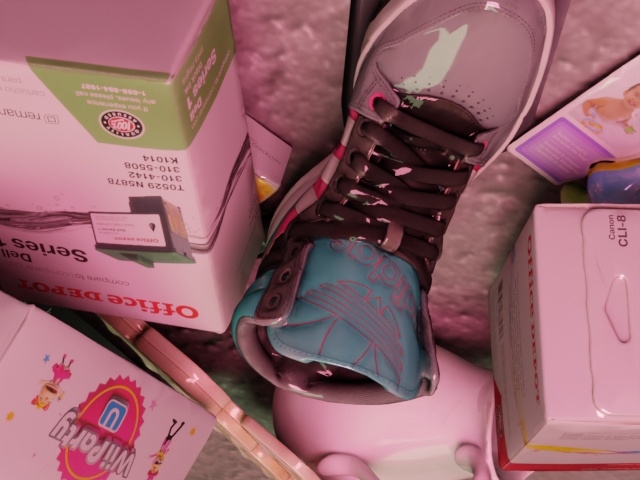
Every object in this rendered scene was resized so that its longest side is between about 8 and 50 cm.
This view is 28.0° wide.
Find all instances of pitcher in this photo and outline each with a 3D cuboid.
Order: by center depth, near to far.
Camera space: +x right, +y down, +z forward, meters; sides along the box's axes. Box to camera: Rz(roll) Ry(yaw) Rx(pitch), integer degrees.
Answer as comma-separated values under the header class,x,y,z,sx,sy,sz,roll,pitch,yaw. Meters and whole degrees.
class,x,y,z,sx,sy,sz,roll,pitch,yaw
pitcher,0.055,0.140,0.931,0.207,0.178,0.125,0,115,37

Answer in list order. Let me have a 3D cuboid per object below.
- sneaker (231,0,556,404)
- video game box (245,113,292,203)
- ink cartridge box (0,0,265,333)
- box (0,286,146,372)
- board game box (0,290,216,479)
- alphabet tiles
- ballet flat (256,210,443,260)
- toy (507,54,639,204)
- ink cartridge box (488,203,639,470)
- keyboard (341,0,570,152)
class,x,y,z,sx,sy,sz,roll,pitch,yaw
sneaker,0.034,-0.007,0.713,0.124,0.178,0.295,19,135,-11
video game box,-0.151,-0.058,0.883,0.187,0.048,0.205,37,138,-19
ink cartridge box,-0.130,-0.051,0.771,0.160,0.092,0.219,8,140,13
box,-0.238,0.106,1.079,0.183,0.059,0.232,-4,139,46
board game box,-0.246,0.063,0.804,0.303,0.097,0.224,23,168,29
alphabet tiles,-0.072,0.135,0.974,0.278,0.021,0.284,34,167,39
ballet flat,0.000,0.000,0.882,0.173,0.057,0.049,-6,100,24
toy,0.234,-0.057,0.726,0.137,0.056,0.237,34,140,-22
ink cartridge box,0.178,0.064,0.780,0.127,0.128,0.176,0,162,-1
keyboard,0.040,-0.170,0.684,0.202,0.033,0.317,13,141,6
